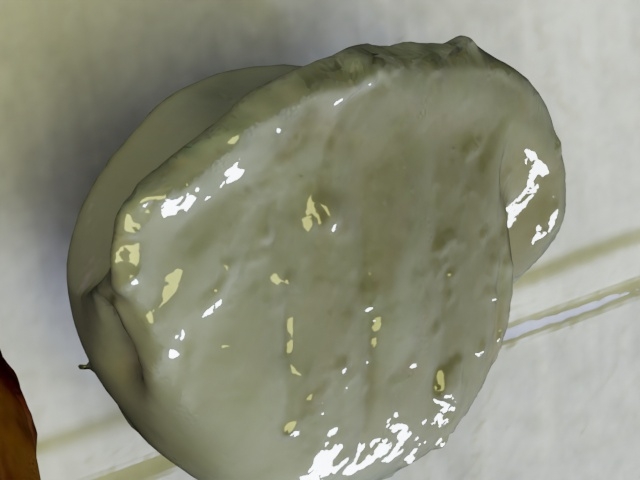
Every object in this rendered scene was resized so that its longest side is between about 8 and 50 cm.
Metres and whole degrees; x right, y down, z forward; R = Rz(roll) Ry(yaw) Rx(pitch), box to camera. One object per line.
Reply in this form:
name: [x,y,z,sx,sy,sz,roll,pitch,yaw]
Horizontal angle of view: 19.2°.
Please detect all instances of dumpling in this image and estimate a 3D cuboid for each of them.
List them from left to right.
dumpling: [0.001,0.001,0.545,0.176,0.092,0.150,40,84,-37]

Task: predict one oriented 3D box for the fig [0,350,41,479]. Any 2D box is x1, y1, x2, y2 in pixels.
fig: [-0.128,0.084,0.494,0.134,0.201,0.146,-1,72,2]
